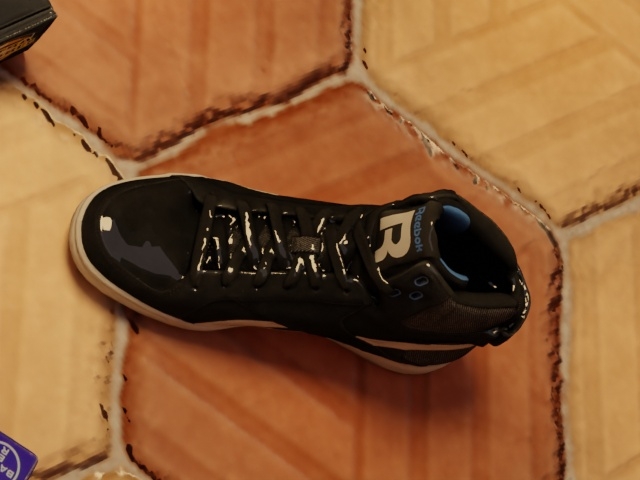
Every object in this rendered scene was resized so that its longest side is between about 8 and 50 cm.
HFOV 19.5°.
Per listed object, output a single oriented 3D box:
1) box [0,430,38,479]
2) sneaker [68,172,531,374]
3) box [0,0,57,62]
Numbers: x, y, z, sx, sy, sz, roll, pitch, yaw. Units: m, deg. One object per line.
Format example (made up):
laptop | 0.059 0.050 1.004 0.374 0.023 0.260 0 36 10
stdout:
box | -0.208 0.117 0.762 0.126 0.072 0.137 36 61 -12
sneaker | 0.000 0.000 0.882 0.217 0.121 0.079 14 66 -23
box | -0.250 -0.154 0.843 0.175 0.051 0.220 -29 88 -32
